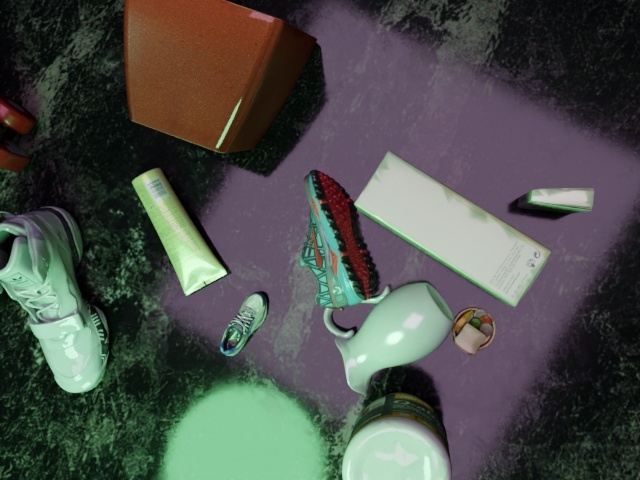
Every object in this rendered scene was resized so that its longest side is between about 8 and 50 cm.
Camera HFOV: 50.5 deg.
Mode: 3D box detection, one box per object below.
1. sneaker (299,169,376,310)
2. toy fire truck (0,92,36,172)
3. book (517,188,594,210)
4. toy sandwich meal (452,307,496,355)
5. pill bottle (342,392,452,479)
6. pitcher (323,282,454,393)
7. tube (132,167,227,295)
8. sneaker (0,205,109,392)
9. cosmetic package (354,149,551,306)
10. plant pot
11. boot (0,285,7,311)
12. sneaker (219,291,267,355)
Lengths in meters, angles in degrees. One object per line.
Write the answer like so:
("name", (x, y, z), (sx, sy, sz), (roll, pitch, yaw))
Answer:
("sneaker", (0.000, 0.000, 1.218), (0.125, 0.104, 0.261), (-27, 68, 31))
("toy fire truck", (-0.696, -0.236, 1.247), (0.302, 0.254, 0.169), (40, 94, 7))
("book", (0.393, -0.067, 1.145), (0.096, 0.144, 0.035), (6, 90, 9))
("toy sandwich meal", (0.274, 0.162, 1.214), (0.086, 0.029, 0.085), (0, 89, 8))
("pill bottle", (0.127, 0.340, 1.105), (0.162, 0.278, 0.162), (0, 89, 8))
("pitcher", (0.115, 0.145, 1.201), (0.207, 0.125, 0.177), (-37, 69, 17))
("tube", (-0.274, -0.020, 1.287), (0.070, 0.062, 0.240), (-30, 90, 50))
("sneaker", (-0.509, 0.112, 1.235), (0.138, 0.210, 0.365), (-14, 87, 8))
("cosmetic package", (0.220, -0.018, 1.163), (0.310, 0.160, 0.113), (34, 92, 6))
("plant pot", (-0.189, -0.293, 1.187), (0.267, 0.267, 0.235), (20, 103, 8))
("boot", (-0.739, 0.062, 1.333), (0.179, 0.085, 0.236), (-24, 86, 9))
("sneaker", (-0.143, 0.158, 1.259), (0.052, 0.058, 0.135), (29, 92, 8))
